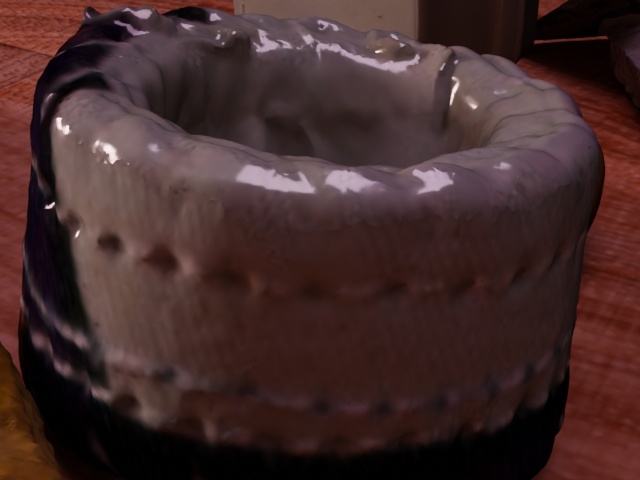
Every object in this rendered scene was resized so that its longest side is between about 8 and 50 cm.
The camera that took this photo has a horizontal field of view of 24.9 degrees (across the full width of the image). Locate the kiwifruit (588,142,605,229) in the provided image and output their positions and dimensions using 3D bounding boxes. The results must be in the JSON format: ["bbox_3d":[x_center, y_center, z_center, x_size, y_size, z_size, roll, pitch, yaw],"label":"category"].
[{"bbox_3d":[0.110,-0.030,0.758,0.075,0.075,0.124,14,29,15],"label":"kiwifruit"}]

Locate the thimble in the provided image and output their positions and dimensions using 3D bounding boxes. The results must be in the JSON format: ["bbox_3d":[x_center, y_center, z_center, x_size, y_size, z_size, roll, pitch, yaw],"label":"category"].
[{"bbox_3d":[0.000,0.000,0.571,0.237,0.150,0.237,6,23,-3],"label":"thimble"}]

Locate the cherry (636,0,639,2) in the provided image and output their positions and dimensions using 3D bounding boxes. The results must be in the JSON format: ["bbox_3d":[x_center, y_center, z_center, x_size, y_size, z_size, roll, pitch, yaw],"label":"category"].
[{"bbox_3d":[0.333,-0.138,1.003,0.188,0.115,0.148,-5,67,-46],"label":"cherry"}]

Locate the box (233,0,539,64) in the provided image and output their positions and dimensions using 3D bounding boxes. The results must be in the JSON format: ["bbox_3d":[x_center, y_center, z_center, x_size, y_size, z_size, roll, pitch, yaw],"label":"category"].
[{"bbox_3d":[0.042,-0.191,1.009,0.129,0.148,0.210,-25,36,-36],"label":"box"}]

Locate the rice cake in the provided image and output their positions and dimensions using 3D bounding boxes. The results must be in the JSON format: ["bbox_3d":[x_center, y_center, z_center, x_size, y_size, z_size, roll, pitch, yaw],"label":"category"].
[{"bbox_3d":[0.241,-0.097,0.966,0.055,0.049,0.270,-17,26,0],"label":"rice cake"}]

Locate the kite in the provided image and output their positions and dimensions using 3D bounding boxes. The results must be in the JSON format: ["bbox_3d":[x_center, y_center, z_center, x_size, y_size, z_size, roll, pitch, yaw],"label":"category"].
[{"bbox_3d":[0.252,-0.181,1.075,0.250,0.012,0.229,-16,-7,11],"label":"kite"}]

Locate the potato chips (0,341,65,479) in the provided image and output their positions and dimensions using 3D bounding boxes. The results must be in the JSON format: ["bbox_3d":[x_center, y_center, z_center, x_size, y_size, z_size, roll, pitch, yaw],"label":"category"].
[{"bbox_3d":[-0.159,0.027,0.561,0.057,0.080,0.407,-21,34,-17],"label":"potato chips"}]
